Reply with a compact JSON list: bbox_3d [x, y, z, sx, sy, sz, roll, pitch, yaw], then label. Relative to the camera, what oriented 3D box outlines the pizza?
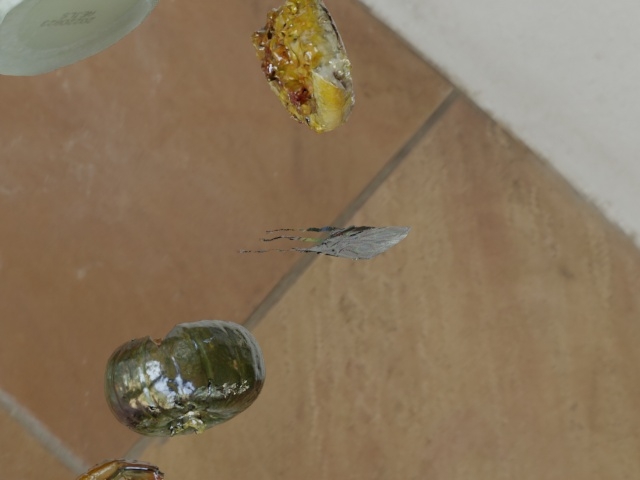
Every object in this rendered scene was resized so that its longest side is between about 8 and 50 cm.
[{"bbox_3d":[-0.022,-0.196,1.478,0.086,0.305,0.161,-20,99,-4],"label":"pizza"}]

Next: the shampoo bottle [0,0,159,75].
[{"bbox_3d":[-0.292,-0.332,1.247,0.322,0.322,0.317,-22,66,-34],"label":"shampoo bottle"}]

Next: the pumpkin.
[{"bbox_3d":[-0.196,0.207,1.938,0.238,0.238,0.159,-2,74,-27],"label":"pumpkin"}]

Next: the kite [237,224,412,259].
[{"bbox_3d":[0.000,0.000,2.152,0.152,0.286,0.015,-34,118,-54],"label":"kite"}]

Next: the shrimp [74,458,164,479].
[{"bbox_3d":[-0.137,0.216,1.016,0.127,0.025,0.091,35,47,17],"label":"shrimp"}]
